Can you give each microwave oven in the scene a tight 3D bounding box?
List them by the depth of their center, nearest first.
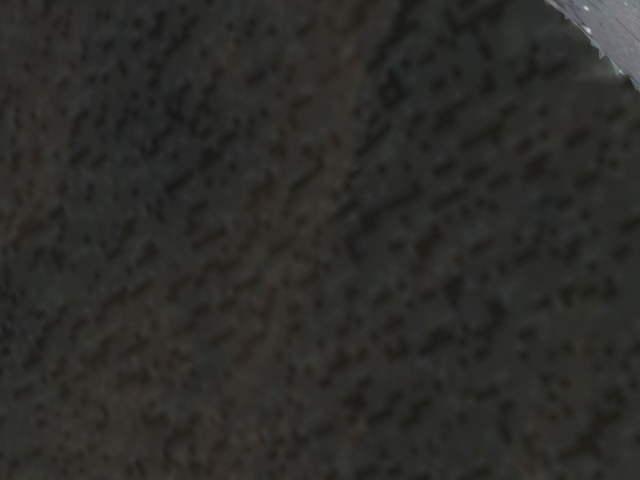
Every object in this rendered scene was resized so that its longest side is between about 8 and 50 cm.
[{"bbox_3d":[0.000,0.000,0.564,0.236,0.432,0.374,-11,144,-54],"label":"microwave oven"}]
